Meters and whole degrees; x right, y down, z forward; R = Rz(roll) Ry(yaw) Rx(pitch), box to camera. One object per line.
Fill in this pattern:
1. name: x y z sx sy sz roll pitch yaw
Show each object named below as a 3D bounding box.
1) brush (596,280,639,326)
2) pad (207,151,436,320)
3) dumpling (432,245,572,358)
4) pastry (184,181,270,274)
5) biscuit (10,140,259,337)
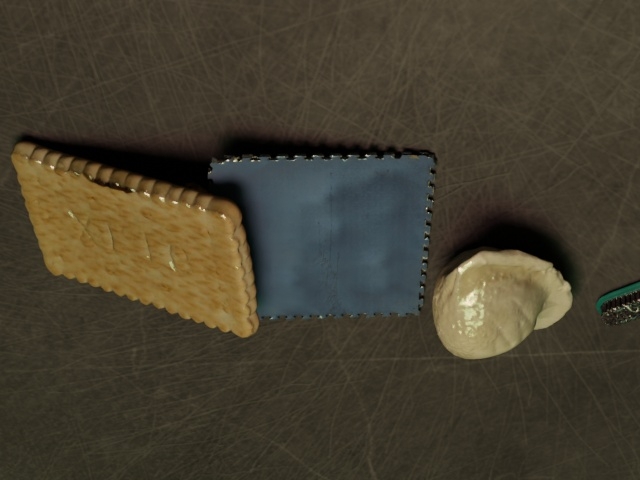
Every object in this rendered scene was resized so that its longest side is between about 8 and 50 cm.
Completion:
1. brush: 0.414 0.060 1.658 0.193 0.032 0.043 -24 122 32
2. pad: 0.000 0.000 1.680 0.269 0.012 0.269 0 133 -4
3. dumpling: 0.214 0.070 1.660 0.166 0.126 0.216 -8 127 0
4. pastry: -0.120 -0.010 1.707 0.140 0.056 0.080 31 126 -16
5. biscuit: -0.221 -0.005 1.690 0.325 0.044 0.217 16 138 25
